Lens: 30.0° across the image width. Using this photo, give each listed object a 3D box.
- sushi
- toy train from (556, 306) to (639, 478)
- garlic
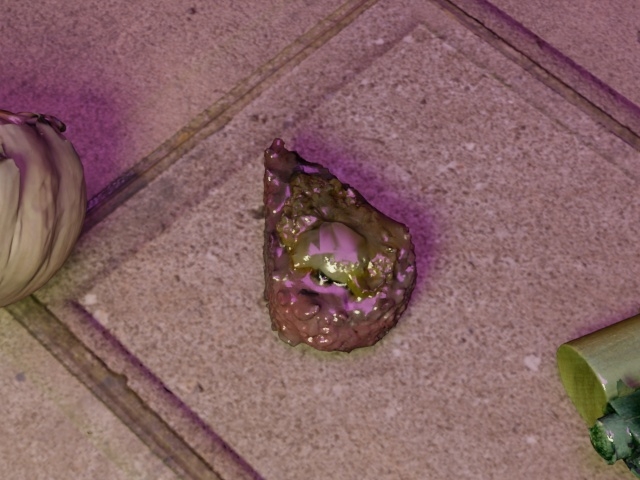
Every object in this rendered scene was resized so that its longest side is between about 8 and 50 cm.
[{"bbox_3d":[0.020,0.002,1.296,0.161,0.107,0.241,0,58,-8],"label":"sushi"},{"bbox_3d":[0.397,0.124,1.229,0.307,0.126,0.189,-19,61,-14],"label":"toy train"},{"bbox_3d":[-0.403,-0.042,1.197,0.322,0.322,0.241,8,77,1],"label":"garlic"}]
